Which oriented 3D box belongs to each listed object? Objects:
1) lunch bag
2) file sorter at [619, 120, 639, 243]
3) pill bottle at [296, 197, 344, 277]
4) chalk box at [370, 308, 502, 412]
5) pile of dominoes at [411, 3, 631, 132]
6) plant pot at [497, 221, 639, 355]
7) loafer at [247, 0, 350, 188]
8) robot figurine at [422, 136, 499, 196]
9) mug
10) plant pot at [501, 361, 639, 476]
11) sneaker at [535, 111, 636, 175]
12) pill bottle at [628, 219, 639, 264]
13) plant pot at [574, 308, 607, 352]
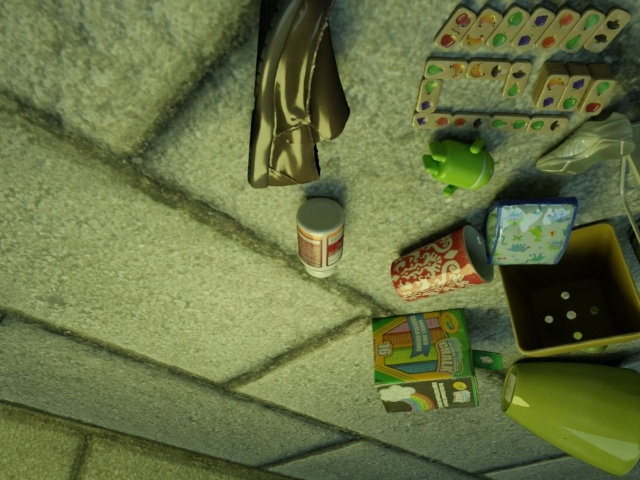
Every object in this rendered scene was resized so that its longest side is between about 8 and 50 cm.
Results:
[{"bbox_3d":[0.358,-0.026,0.892,0.129,0.096,0.151,-3,151,7],"label":"lunch bag"},{"bbox_3d":[0.606,-0.079,0.741,0.277,0.193,0.173,-13,142,18],"label":"file sorter"},{"bbox_3d":[0.000,0.000,0.949,0.086,0.086,0.152,1,141,1],"label":"pill bottle"},{"bbox_3d":[0.281,0.287,1.228,0.289,0.179,0.180,-9,139,12],"label":"chalk box"},{"bbox_3d":[0.265,-0.217,0.699,0.251,0.040,0.196,2,142,0],"label":"pile of dominoes"},{"bbox_3d":[0.482,0.120,0.998,0.212,0.212,0.187,-16,150,21],"label":"plant pot"},{"bbox_3d":[-0.022,-0.202,0.677,0.130,0.134,0.366,4,152,-9],"label":"loafer"},{"bbox_3d":[0.219,-0.118,0.804,0.115,0.067,0.101,13,128,-14],"label":"robot figurine"},{"bbox_3d":[0.241,0.062,1.000,0.169,0.113,0.150,-25,133,34],"label":"mug"},{"bbox_3d":[0.645,0.435,1.359,0.293,0.275,0.275,14,143,10],"label":"plant pot"},{"bbox_3d":[0.399,-0.142,0.782,0.053,0.061,0.152,17,159,-29],"label":"sneaker"},{"bbox_3d":[0.633,0.056,0.891,0.119,0.208,0.119,1,142,1],"label":"pill bottle"},{"bbox_3d":[0.629,0.202,1.192,0.083,0.083,0.079,-4,128,8],"label":"plant pot"}]
